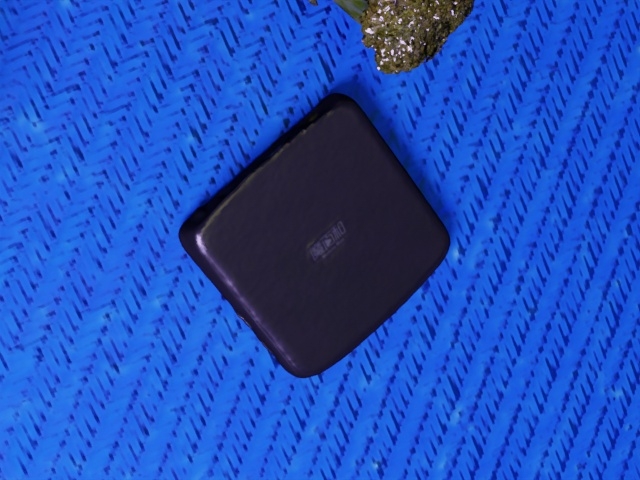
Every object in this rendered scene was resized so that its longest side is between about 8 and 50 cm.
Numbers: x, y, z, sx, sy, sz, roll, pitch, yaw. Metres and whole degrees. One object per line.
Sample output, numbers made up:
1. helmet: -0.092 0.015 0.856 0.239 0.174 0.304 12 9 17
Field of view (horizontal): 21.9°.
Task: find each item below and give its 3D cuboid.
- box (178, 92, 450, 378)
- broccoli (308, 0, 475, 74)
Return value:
1. box: 0.000 0.000 0.925 0.126 0.027 0.125 -42 114 -12
2. broccoli: 0.035 -0.159 0.867 0.120 0.130 0.131 -7 140 19
